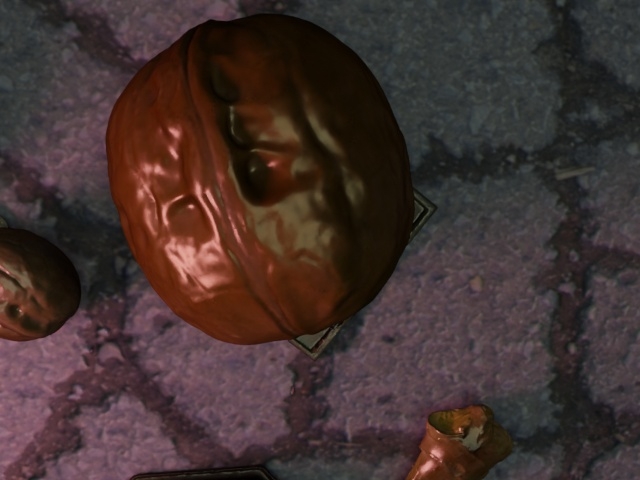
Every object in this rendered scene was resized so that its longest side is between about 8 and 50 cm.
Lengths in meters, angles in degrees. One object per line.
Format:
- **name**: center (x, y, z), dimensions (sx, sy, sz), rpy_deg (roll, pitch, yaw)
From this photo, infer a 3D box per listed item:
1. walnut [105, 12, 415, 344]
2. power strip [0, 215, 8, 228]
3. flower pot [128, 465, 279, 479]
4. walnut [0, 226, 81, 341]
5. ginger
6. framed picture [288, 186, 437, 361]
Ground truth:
- **walnut**: center (-0.074, -0.076, 1.182), dimensions (0.354, 0.308, 0.398), rpy_deg (-23, 85, 4)
- **power strip**: center (-0.437, -0.018, 1.283), dimensions (0.055, 0.035, 0.083), rpy_deg (-30, 103, -4)
- **flower pot**: center (-0.158, 0.393, 1.323), dimensions (0.251, 0.084, 0.179), rpy_deg (-2, 72, -9)
- **walnut**: center (-0.383, 0.056, 1.249), dimensions (0.162, 0.140, 0.140), rpy_deg (35, 91, -42)
- **ginger**: center (0.168, 0.357, 1.411), dimensions (0.131, 0.086, 0.294), rpy_deg (22, 102, -20)
- **framed picture**: center (0.000, 0.000, 1.363), dimensions (0.209, 0.019, 0.281), rpy_deg (40, 90, -11)
